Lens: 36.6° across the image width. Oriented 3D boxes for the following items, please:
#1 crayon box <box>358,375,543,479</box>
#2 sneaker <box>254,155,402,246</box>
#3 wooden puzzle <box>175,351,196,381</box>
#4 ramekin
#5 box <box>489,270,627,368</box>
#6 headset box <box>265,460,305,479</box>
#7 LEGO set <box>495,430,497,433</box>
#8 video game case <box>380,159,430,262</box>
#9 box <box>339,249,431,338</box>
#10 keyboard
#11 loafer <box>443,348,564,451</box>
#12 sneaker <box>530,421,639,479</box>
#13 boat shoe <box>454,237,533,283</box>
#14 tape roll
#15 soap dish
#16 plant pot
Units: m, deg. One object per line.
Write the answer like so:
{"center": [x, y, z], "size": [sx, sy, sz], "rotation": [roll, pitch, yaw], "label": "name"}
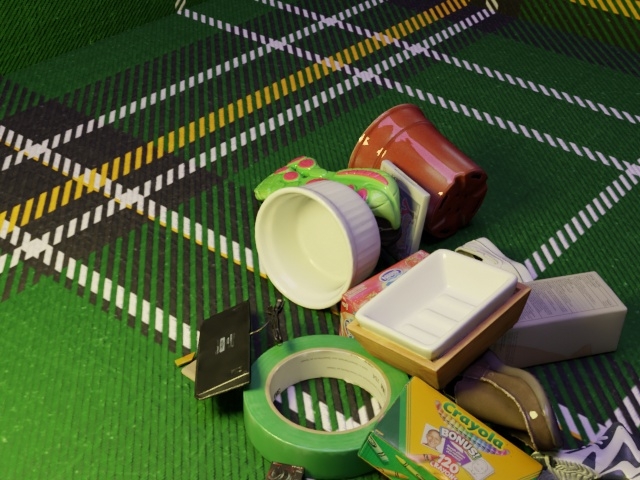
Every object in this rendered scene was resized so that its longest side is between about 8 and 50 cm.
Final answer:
{"center": [0.226, 0.381, 1.673], "size": [0.278, 0.081, 0.165], "rotation": [34, 43, 12], "label": "crayon box"}
{"center": [0.009, -0.076, 2.341], "size": [0.185, 0.202, 0.483], "rotation": [-36, 31, -26], "label": "sneaker"}
{"center": [-0.234, 0.261, 1.956], "size": [0.078, 0.014, 0.116], "rotation": [-30, 45, -32], "label": "wooden puzzle"}
{"center": [0.000, 0.000, 2.136], "size": [0.277, 0.277, 0.135], "rotation": [26, 33, 31], "label": "ramekin"}
{"center": [0.464, 0.170, 2.033], "size": [0.311, 0.121, 0.148], "rotation": [-7, 35, -13], "label": "box"}
{"center": [-0.066, 0.431, 1.693], "size": [0.062, 0.032, 0.083], "rotation": [9, 33, 9], "label": "headset box"}
{"center": [0.293, 0.365, 1.829], "size": [0.083, 0.023, 0.054], "rotation": [33, 45, 18], "label": "LEGO set"}
{"center": [0.183, -0.062, 2.291], "size": [0.023, 0.201, 0.183], "rotation": [-9, 35, -28], "label": "video game case"}
{"center": [0.170, 0.139, 2.056], "size": [0.257, 0.128, 0.122], "rotation": [-27, 44, -35], "label": "box"}
{"center": [-0.156, 0.203, 1.938], "size": [0.201, 0.033, 0.317], "rotation": [-25, 23, 6], "label": "keyboard"}
{"center": [0.321, 0.305, 1.795], "size": [0.130, 0.134, 0.366], "rotation": [-26, 17, -11], "label": "loafer"}
{"center": [0.494, 0.389, 1.740], "size": [0.235, 0.094, 0.153], "rotation": [4, 28, 12], "label": "sneaker"}
{"center": [0.395, 0.079, 2.206], "size": [0.084, 0.095, 0.258], "rotation": [-15, 27, -18], "label": "boat shoe"}
{"center": [0.014, 0.309, 1.841], "size": [0.321, 0.077, 0.321], "rotation": [2, 33, -1], "label": "tape roll"}
{"center": [0.232, 0.149, 1.868], "size": [0.291, 0.118, 0.229], "rotation": [-34, 38, -31], "label": "soap dish"}
{"center": [0.255, -0.157, 2.410], "size": [0.272, 0.272, 0.265], "rotation": [-24, 51, -34], "label": "plant pot"}
